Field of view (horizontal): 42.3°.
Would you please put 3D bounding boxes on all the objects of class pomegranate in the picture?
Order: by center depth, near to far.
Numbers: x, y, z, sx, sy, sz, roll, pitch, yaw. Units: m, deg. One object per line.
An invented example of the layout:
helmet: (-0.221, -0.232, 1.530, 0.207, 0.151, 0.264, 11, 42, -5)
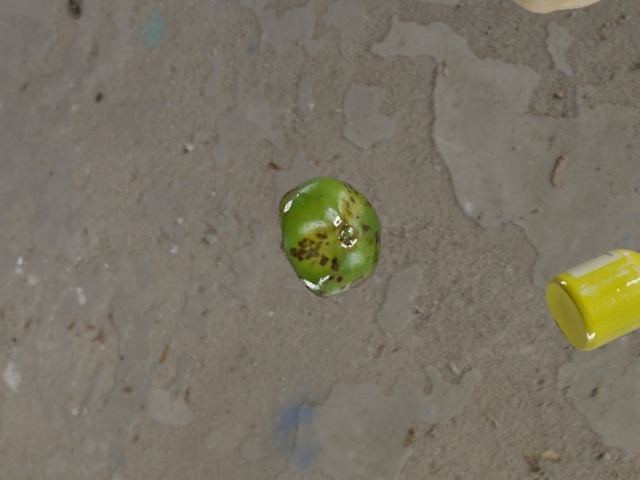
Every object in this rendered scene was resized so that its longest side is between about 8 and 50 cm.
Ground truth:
pomegranate: (0.011, -0.007, 1.004, 0.122, 0.169, 0.143, -33, 89, -2)

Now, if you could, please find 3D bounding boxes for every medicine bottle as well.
medicine bottle: (0.457, 0.070, 1.231, 0.212, 0.122, 0.122, -23, 69, -8)

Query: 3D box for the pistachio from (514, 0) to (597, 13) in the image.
pistachio: (0.287, -0.381, 0.865, 0.187, 0.187, 0.299, 23, 96, 36)
